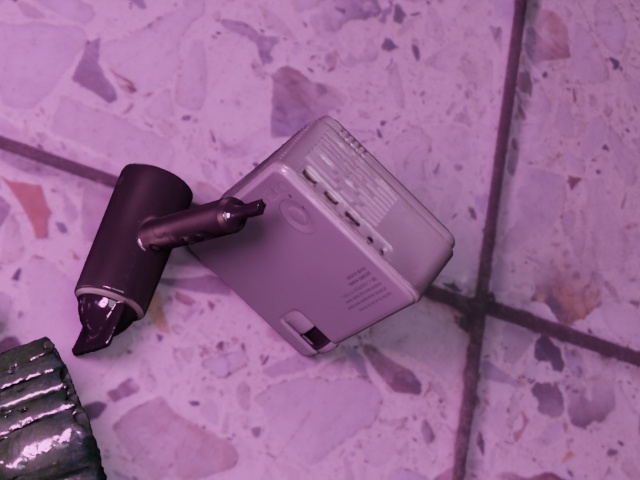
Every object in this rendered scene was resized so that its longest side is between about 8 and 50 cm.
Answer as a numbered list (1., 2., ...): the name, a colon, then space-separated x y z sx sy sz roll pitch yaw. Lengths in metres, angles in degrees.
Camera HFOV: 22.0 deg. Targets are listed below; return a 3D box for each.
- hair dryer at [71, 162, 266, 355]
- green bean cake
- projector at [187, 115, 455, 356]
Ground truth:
1. hair dryer: -0.140 0.009 1.563 0.078 0.248 0.195 33 61 -29
2. green bean cake: -0.250 0.219 1.511 0.107 0.193 0.208 -21 119 -11
3. projector: 0.000 0.000 1.622 0.192 0.256 0.099 45 60 -6
